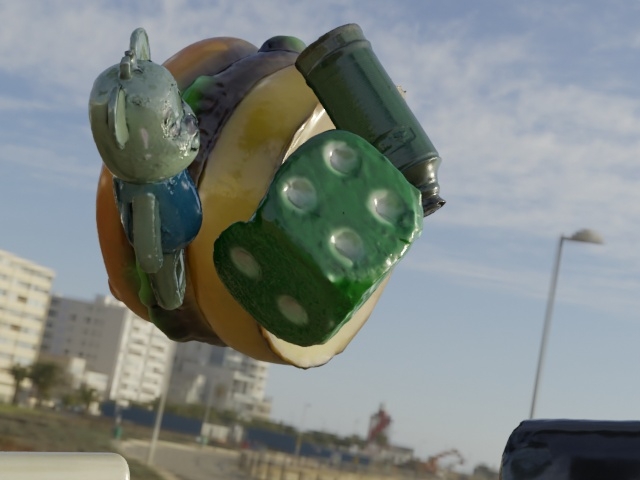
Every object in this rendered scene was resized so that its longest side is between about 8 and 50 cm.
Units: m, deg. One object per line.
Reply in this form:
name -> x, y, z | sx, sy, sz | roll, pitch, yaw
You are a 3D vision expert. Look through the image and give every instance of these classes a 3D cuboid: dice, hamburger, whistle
dice -> 0.000, 0.000, 0.899 | 0.120, 0.128, 0.131 | 43, -35, 4
hamburger -> -0.078, -0.056, 1.370 | 0.277, 0.396, 0.395 | 17, -6, 27
whistle -> -0.121, -0.040, 0.848 | 0.077, 0.114, 0.236 | -1, -47, 4

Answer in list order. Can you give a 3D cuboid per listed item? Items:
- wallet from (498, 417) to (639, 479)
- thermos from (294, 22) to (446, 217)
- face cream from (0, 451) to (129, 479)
wallet -> 0.274, 0.187, 0.476 | 0.406, 0.228, 0.062 | -4, -20, 23
thermos -> 0.050, -0.102, 1.052 | 0.073, 0.188, 0.083 | -21, -16, -37
face cream -> -0.344, 0.241, 0.946 | 0.348, 0.173, 0.081 | 8, 38, -38
